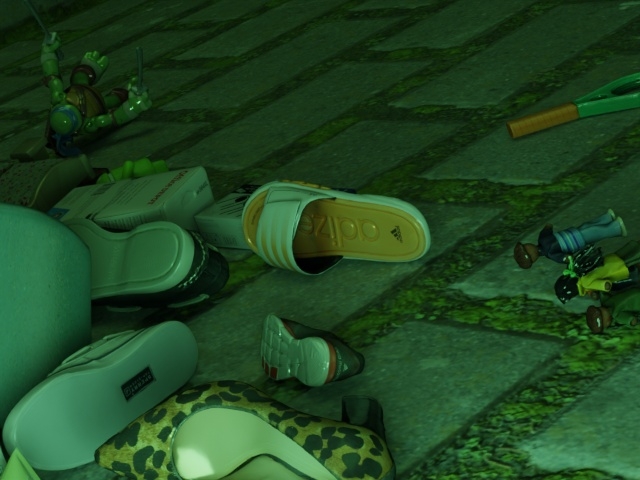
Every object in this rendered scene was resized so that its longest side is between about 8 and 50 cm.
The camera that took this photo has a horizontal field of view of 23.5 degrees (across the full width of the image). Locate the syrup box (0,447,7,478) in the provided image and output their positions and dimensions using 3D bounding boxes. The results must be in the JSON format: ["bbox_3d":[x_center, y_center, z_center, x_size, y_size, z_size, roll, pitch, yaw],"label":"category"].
[{"bbox_3d":[-0.335,0.271,1.284,0.096,0.093,0.237,-12,20,17],"label":"syrup box"}]

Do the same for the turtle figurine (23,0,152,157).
[{"bbox_3d":[-0.373,-0.285,2.627,0.197,0.275,0.266,1,13,7],"label":"turtle figurine"}]

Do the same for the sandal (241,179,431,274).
[{"bbox_3d":[-0.002,-0.010,1.743,0.265,0.102,0.076,2,24,39],"label":"sandal"}]

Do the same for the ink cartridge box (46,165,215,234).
[{"bbox_3d":[-0.254,-0.021,2.008,0.203,0.086,0.148,-8,21,23],"label":"ink cartridge box"}]

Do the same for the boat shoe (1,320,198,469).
[{"bbox_3d":[-0.229,0.156,1.531,0.084,0.095,0.258,-7,11,38],"label":"boat shoe"}]

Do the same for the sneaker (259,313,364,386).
[{"bbox_3d":[-0.009,0.113,1.516,0.064,0.061,0.158,3,10,-28],"label":"sneaker"}]

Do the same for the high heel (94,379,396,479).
[{"bbox_3d":[-0.069,0.185,1.279,0.261,0.093,0.186,-7,14,2],"label":"high heel"}]

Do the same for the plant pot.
[{"bbox_3d":[-0.379,0.075,1.633,0.247,0.248,0.252,0,0,41],"label":"plant pot"}]

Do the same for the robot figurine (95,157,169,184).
[{"bbox_3d":[-0.270,-0.076,2.197,0.115,0.067,0.101,-22,-7,-11],"label":"robot figurine"}]

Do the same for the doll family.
[{"bbox_3d":[0.259,0.027,1.474,0.111,0.076,0.193,-24,15,-4],"label":"doll family"}]

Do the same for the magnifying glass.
[{"bbox_3d":[0.355,-0.179,2.008,0.231,0.026,0.092,-19,20,-2],"label":"magnifying glass"}]

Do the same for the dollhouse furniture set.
[{"bbox_3d":[-0.439,-0.104,2.179,0.303,0.174,0.355,-3,34,35],"label":"dollhouse furniture set"}]

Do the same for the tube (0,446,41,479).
[{"bbox_3d":[-0.264,0.269,1.248,0.062,0.070,0.240,15,28,4],"label":"tube"}]

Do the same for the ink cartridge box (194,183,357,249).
[{"bbox_3d":[-0.054,-0.028,1.919,0.207,0.046,0.097,5,31,47],"label":"ink cartridge box"}]

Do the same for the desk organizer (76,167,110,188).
[{"bbox_3d":[-0.369,-0.079,2.325,0.130,0.047,0.050,4,31,46],"label":"desk organizer"}]

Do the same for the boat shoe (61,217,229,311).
[{"bbox_3d":[-0.237,0.037,1.844,0.302,0.091,0.114,4,73,44],"label":"boat shoe"}]
